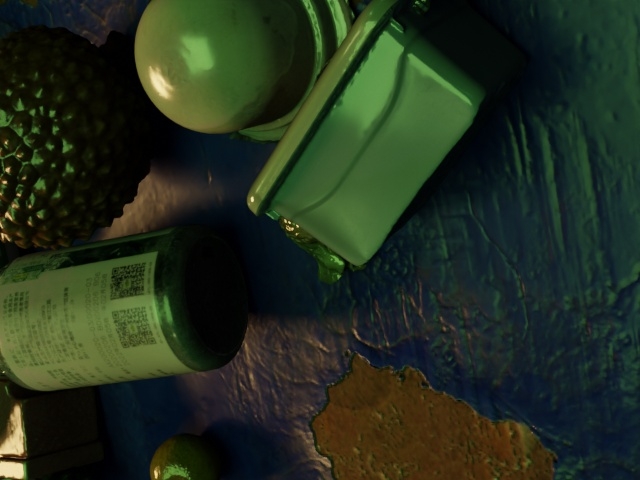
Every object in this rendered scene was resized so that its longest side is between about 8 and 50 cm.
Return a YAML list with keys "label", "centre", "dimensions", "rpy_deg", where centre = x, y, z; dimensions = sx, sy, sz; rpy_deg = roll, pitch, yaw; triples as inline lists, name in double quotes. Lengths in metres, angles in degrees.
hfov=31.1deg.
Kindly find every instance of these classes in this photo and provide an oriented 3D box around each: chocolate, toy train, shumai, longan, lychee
- label: "chocolate"
  centre: [-0.091, -0.167, 0.996]
  dimensions: [0.221, 0.147, 0.221]
  rpy_deg: [14, 114, 34]
- label: "toy train"
  centre: [-0.383, 0.240, 1.332]
  dimensions: [0.304, 0.150, 0.221]
  rpy_deg: [-5, 91, 37]
- label: "shumai"
  centre: [0.000, 0.000, 1.032]
  dimensions: [0.083, 0.082, 0.080]
  rpy_deg: [33, 124, 50]
- label: "longan"
  centre: [-0.141, 0.242, 1.195]
  dimensions: [0.075, 0.083, 0.075]
  rpy_deg: [3, 134, 3]
- label: "lychee"
  centre: [-0.249, -0.105, 1.097]
  dimensions: [0.200, 0.238, 0.200]
  rpy_deg: [29, 161, 11]

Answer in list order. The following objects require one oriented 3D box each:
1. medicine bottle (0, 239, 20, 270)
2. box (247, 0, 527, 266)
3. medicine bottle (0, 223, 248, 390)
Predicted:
- label: "medicine bottle"
  centre: [-0.420, -0.072, 1.257]
  dimensions: [0.134, 0.133, 0.274]
  rpy_deg: [-5, 102, 35]
- label: "box"
  centre: [0.051, -0.097, 0.916]
  dimensions: [0.130, 0.162, 0.227]
  rpy_deg: [40, 123, 6]
- label: "medicine bottle"
  centre: [-0.227, 0.073, 1.134]
  dimensions: [0.293, 0.141, 0.141]
  rpy_deg: [-10, 99, 24]
